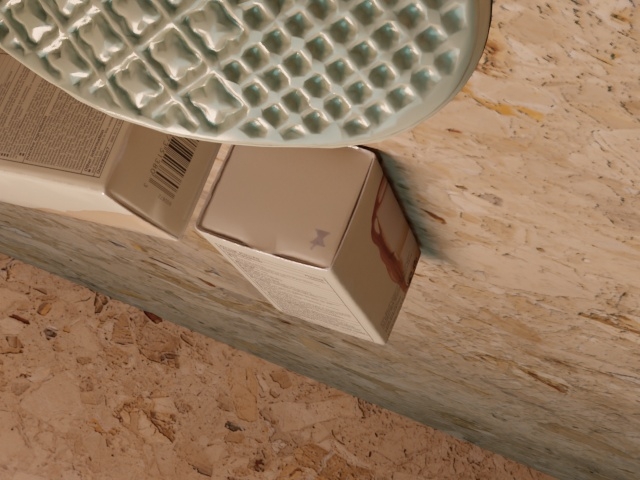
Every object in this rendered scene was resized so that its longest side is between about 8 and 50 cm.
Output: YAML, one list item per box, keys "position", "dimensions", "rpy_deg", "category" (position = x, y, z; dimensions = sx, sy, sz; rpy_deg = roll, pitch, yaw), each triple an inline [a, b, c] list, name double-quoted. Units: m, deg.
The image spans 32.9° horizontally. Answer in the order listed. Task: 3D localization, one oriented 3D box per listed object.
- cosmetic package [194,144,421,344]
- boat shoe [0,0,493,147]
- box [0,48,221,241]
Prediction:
- position: [0.000, 0.000, 1.155]
  dimensions: [0.153, 0.129, 0.296]
  rpy_deg: [18, 167, 18]
  category: "cosmetic package"
- position: [-0.142, -0.190, 0.523]
  dimensions: [0.500, 0.156, 0.187]
  rpy_deg: [22, 126, 20]
  category: "boat shoe"
- position: [-0.261, -0.107, 1.101]
  dimensions: [0.311, 0.148, 0.121]
  rpy_deg: [13, 165, 36]
  category: "box"
